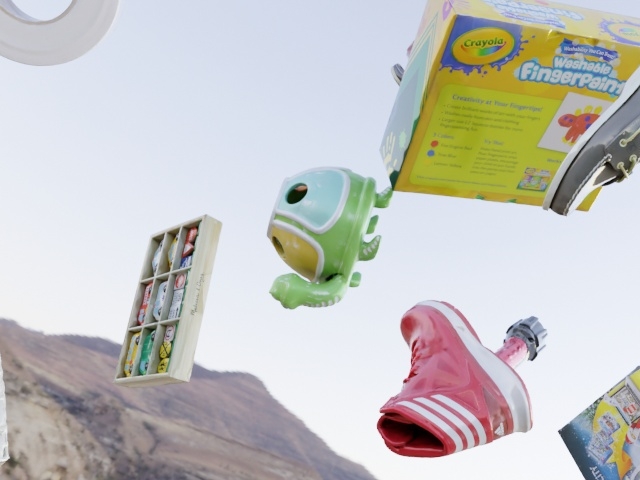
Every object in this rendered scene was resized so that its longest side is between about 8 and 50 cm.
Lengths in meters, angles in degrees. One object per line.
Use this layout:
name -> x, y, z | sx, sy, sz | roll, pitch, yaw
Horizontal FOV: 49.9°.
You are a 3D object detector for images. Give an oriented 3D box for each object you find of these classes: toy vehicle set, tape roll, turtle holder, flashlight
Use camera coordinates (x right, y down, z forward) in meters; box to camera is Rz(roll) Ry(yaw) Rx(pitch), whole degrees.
toy vehicle set -> -0.244, 0.099, 1.102 | 0.166, 0.266, 0.035 | -17, -34, 42
tape roll -> -0.472, -0.441, 1.157 | 0.286, 0.286, 0.100 | 30, 11, -17
turtle holder -> 0.001, -0.005, 1.460 | 0.227, 0.320, 0.243 | 19, -3, -1
flashlight -> 0.360, 0.230, 1.366 | 0.103, 0.304, 0.103 | -33, -97, 43

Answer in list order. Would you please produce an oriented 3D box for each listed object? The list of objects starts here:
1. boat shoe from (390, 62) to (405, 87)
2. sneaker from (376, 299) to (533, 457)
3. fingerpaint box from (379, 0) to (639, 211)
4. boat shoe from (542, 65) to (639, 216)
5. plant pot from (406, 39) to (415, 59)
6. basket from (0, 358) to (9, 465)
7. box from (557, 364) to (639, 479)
boat shoe -> 0.209, -0.353, 1.555 | 0.049, 0.152, 0.056 | -43, -35, 26
sneaker -> 0.098, 0.132, 0.685 | 0.221, 0.128, 0.087 | -143, -142, -67
fingerpaint box -> 0.381, -0.264, 1.332 | 0.445, 0.163, 0.371 | 4, -50, -14
boat shoe -> 0.456, -0.147, 1.053 | 0.091, 0.305, 0.109 | 37, -12, 20
plant pot -> 0.372, -0.432, 1.800 | 0.272, 0.272, 0.265 | -6, -54, 52
basket -> -0.459, 0.214, 0.846 | 0.113, 0.167, 0.103 | 8, -34, -45
box -> 0.435, 0.305, 0.906 | 0.044, 0.233, 0.159 | 23, -60, -31
